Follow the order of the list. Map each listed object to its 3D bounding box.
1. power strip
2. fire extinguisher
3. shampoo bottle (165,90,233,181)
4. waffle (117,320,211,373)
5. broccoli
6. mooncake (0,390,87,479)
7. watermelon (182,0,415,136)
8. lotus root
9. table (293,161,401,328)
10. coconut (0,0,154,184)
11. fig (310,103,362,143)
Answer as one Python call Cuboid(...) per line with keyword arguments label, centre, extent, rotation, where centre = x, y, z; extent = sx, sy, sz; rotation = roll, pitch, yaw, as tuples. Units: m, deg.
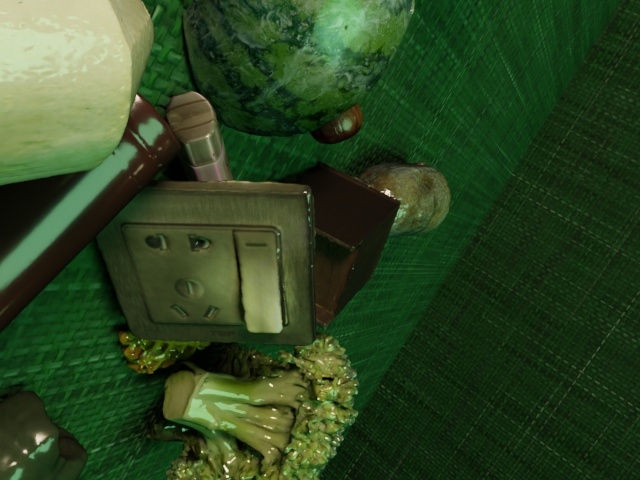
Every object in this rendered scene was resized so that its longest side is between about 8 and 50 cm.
Cuboid(label="power strip", centre=(-0.128, 0.024, 0.704), extent=(0.092, 0.251, 0.257), rotation=(-75, 168, -50))
Cuboid(label="fire extinguisher", centre=(-0.282, -0.002, 0.514), extent=(0.337, 0.114, 0.135), rotation=(-49, -177, -15))
Cuboid(label="shampoo bottle", centre=(-0.138, -0.075, 0.720), extent=(0.056, 0.086, 0.227), rotation=(-19, 146, -9))
Cuboid(label="waffle", centre=(-0.205, 0.109, 0.882), extent=(0.232, 0.051, 0.228), rotation=(-36, 153, -35))
Cuboid(label="broccoli", centre=(-0.122, 0.308, 0.992), extent=(0.338, 0.318, 0.277), rotation=(138, -42, -59))
Cuboid(label="mooncake", centre=(-0.371, 0.274, 0.720), extent=(0.168, 0.104, 0.175), rotation=(-61, 160, -1))
Cuboid(label="watermelon", centre=(-0.031, -0.244, 0.649), extent=(0.224, 0.180, 0.305), rotation=(24, 109, -21))
Cuboid(label="lotus root", centre=(0.157, -0.080, 1.171), extent=(0.350, 0.175, 0.175), rotation=(-14, 134, -53))
Cuboid(label="table", centre=(0.000, 0.000, 0.949), extent=(0.193, 0.172, 0.169), rotation=(-41, 154, -52))
Cuboid(label="coconut", centre=(-0.212, -0.134, 0.362), extent=(0.222, 0.202, 0.202), rotation=(-25, 142, -46))
Cuboid(label="fig", centre=(0.013, -0.209, 0.855), extent=(0.089, 0.089, 0.125), rotation=(-41, 130, -30))
